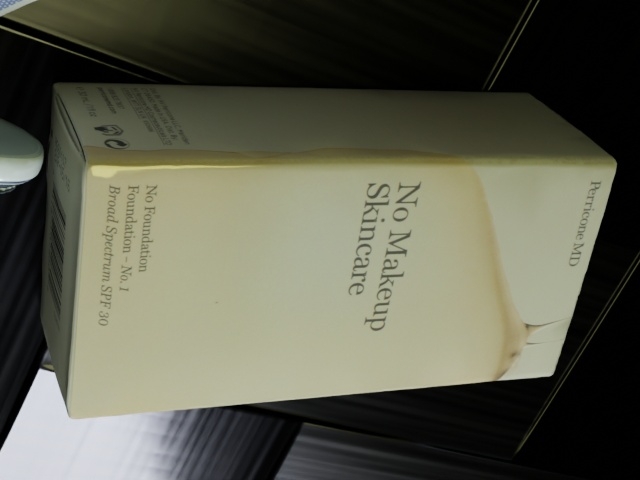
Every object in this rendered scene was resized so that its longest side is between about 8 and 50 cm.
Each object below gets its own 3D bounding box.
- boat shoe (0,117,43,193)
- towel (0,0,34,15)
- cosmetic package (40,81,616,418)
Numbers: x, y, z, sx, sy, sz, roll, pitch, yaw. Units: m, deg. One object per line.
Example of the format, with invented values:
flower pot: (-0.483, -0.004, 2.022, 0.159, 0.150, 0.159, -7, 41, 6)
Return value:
boat shoe: (-0.240, -0.029, 0.579, 0.183, 0.065, 0.083, 6, 116, -18)
towel: (-0.190, -0.169, 0.443, 0.209, 0.034, 0.285, -25, 158, -1)
cosmetic package: (0.000, 0.000, 0.668, 0.310, 0.113, 0.160, -2, 119, -21)
